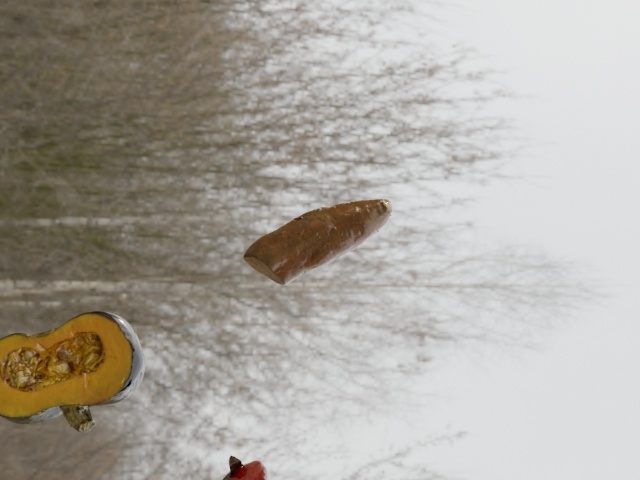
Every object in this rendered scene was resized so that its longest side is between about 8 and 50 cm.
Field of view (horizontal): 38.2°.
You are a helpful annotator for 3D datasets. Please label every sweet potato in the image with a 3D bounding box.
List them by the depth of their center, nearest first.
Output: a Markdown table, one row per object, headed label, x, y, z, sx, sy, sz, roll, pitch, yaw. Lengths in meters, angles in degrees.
| label | x | y | z | sx | sy | sz | roll | pitch | yaw |
| --- | --- | --- | --- | --- | --- | --- | --- | --- | --- |
| sweet potato | 0.000 | 0.000 | 1.470 | 0.097 | 0.252 | 0.097 | -22 | 90 | -87 |

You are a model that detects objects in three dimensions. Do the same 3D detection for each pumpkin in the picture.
| label | x | y | z | sx | sy | sz | roll | pitch | yaw |
| --- | --- | --- | --- | --- | --- | --- | --- | --- | --- |
| pumpkin | -0.507 | 0.287 | 1.926 | 0.232 | 0.325 | 0.242 | 72 | 6 | -74 |

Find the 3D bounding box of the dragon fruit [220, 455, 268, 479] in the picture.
| label | x | y | z | sx | sy | sz | roll | pitch | yaw |
| --- | --- | --- | --- | --- | --- | --- | --- | --- | --- |
| dragon fruit | -0.182 | 0.561 | 1.852 | 0.282 | 0.100 | 0.343 | -56 | -164 | 33 |
